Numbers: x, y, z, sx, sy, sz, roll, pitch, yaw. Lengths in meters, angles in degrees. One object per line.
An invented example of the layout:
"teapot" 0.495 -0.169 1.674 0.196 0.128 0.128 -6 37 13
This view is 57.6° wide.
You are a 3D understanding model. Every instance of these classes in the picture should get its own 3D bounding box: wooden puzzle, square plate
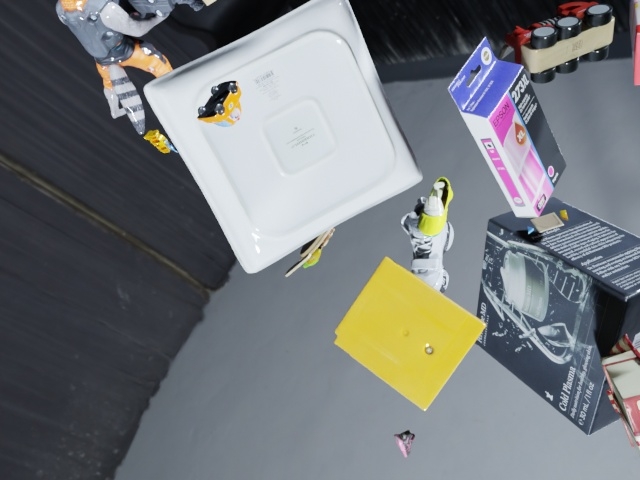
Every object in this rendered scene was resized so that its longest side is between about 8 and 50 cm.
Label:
"wooden puzzle" 0.618 -0.048 1.586 0.116 0.014 0.078 -14 31 12
"square plate" -0.040 -0.163 0.923 0.347 0.344 0.049 -29 19 -6

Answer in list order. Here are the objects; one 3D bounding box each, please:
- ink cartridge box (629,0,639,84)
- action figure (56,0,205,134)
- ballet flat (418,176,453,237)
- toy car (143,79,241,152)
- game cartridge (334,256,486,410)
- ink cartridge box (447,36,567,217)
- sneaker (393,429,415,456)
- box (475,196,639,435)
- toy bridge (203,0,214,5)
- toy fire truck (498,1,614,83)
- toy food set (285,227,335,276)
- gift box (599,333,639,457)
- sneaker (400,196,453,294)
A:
"ink cartridge box" 0.639 -0.398 1.112 0.078 0.134 0.231 -2 58 26
"action figure" -0.363 -0.386 1.114 0.341 0.330 0.178 2 51 26
"ballet flat" 0.320 -0.102 1.620 0.077 0.077 0.231 6 38 22
"toy car" -0.139 -0.139 0.668 0.122 0.040 0.060 -14 49 29
"game cartridge" 0.231 0.247 1.576 0.324 0.053 0.285 36 97 16
"ink cartridge box" 0.413 -0.237 1.255 0.069 0.371 0.175 3 50 52
"sneaker" 0.248 0.577 1.664 0.057 0.119 0.047 -31 50 -8
"box" 0.729 0.198 1.693 0.297 0.479 0.472 -16 32 -22
"toy bridge" -0.170 -0.386 0.720 0.063 0.188 0.026 -26 49 11
"toy fire truck" 0.546 -0.491 1.418 0.217 0.158 0.246 -23 42 -5
"toy food set" 0.000 0.000 1.291 0.132 0.038 0.192 -39 17 54
"gift box" 0.802 0.351 1.314 0.255 0.276 0.258 -15 6 17
"sneaker" 0.347 0.033 1.978 0.137 0.210 0.365 -6 51 34
